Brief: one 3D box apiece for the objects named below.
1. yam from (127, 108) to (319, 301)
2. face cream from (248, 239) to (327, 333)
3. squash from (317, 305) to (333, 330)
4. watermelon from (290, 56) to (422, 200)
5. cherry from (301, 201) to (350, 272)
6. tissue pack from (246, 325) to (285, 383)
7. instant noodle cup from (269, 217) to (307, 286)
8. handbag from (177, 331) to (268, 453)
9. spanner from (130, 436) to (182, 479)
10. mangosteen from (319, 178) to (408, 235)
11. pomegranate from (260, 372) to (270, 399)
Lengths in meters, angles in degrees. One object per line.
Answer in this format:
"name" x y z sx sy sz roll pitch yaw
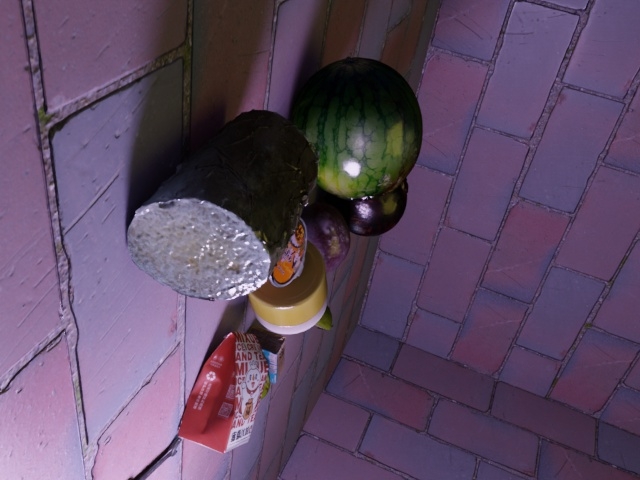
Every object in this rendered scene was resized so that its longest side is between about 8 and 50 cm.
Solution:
"yam" -0.152 -0.073 1.124 0.348 0.240 0.241 -62 165 -45
"face cream" -0.090 0.118 1.685 0.179 0.218 0.218 85 28 -60
"squash" -0.086 0.224 2.302 0.288 0.203 0.111 33 75 -41
"watermelon" 0.086 -0.279 1.571 0.363 0.363 0.364 20 90 -78
"cherry" 0.000 0.000 1.982 0.213 0.183 0.266 -68 155 -50
"tissue pack" -0.172 0.349 1.922 0.169 0.119 0.082 95 16 -46
"instant noodle cup" -0.128 0.014 1.535 0.178 0.125 0.208 -56 149 -37
"handbag" -0.237 0.382 1.638 0.171 0.151 0.298 21 85 -72
"spanner" -0.399 0.542 1.496 0.254 0.015 0.054 -31 139 -70
"mangosteen" 0.124 -0.155 2.163 0.306 0.359 0.306 -15 90 -76
"pomegranate" -0.219 0.428 1.826 0.143 0.122 0.169 26 95 -50
